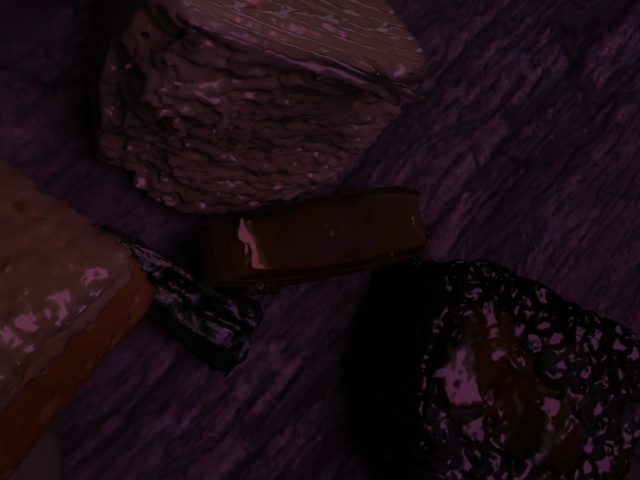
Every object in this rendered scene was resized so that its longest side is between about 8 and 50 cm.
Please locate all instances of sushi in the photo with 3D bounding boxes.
[{"bbox_3d":[0.202,0.193,1.003,0.352,0.178,0.294,27,76,-22],"label":"sushi"}]

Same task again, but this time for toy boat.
[{"bbox_3d":[0.000,0.000,0.919,0.310,0.115,0.089,-12,90,-38],"label":"toy boat"}]

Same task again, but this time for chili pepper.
[{"bbox_3d":[-0.163,0.049,0.833,0.227,0.059,0.088,33,74,-30],"label":"chili pepper"}]

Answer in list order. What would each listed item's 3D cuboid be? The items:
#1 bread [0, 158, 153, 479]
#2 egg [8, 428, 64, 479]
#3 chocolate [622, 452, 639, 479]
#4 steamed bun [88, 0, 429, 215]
[{"bbox_3d":[-0.324,0.102,0.614,0.236,0.165,0.375,31,65,15],"label":"bread"},{"bbox_3d":[-0.277,0.216,0.705,0.114,0.114,0.152,51,62,-25],"label":"egg"},{"bbox_3d":[0.374,0.388,1.157,0.283,0.186,0.284,1,88,-38],"label":"chocolate"},{"bbox_3d":[-0.087,-0.156,0.801,0.290,0.272,0.274,8,50,-38],"label":"steamed bun"}]
